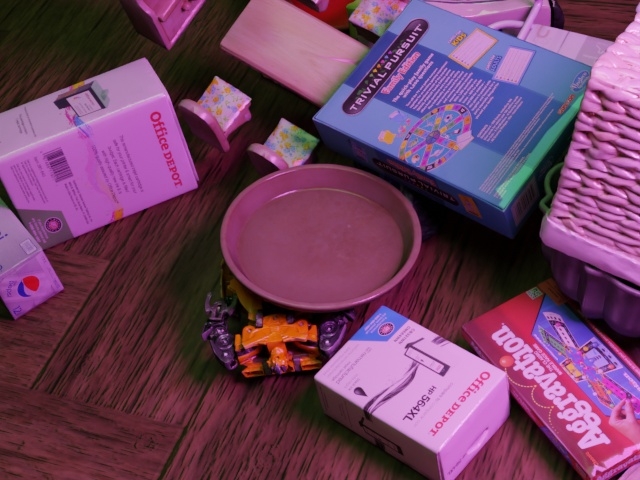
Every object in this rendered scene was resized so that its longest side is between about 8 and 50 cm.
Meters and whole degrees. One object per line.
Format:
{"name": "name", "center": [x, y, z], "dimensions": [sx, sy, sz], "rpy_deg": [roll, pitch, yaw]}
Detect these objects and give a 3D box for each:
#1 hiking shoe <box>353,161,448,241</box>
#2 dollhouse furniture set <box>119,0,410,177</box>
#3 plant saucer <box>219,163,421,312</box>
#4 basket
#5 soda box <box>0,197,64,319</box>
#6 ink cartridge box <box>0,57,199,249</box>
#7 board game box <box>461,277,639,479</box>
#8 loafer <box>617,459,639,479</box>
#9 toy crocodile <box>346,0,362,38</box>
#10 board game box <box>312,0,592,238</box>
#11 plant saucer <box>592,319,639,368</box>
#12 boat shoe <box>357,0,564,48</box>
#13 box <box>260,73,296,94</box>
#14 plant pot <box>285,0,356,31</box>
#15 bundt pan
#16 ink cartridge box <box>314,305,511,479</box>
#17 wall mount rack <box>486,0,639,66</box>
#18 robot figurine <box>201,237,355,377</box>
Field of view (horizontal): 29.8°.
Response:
{"name": "hiking shoe", "center": [0.116, -0.110, 1.825], "dimensions": [0.132, 0.113, 0.304], "rpy_deg": [-27, 45, 31]}
{"name": "dollhouse furniture set", "center": [-0.110, -0.343, 1.827], "dimensions": [0.394, 0.256, 0.362], "rpy_deg": [31, 80, 14]}
{"name": "plant saucer", "center": [0.000, 0.000, 1.659], "dimensions": [0.278, 0.041, 0.277], "rpy_deg": [-1, 46, 1]}
{"name": "basket", "center": [0.482, -0.116, 1.429], "dimensions": [0.331, 0.266, 0.328], "rpy_deg": [23, 46, 22]}
{"name": "soda box", "center": [-0.510, -0.007, 1.854], "dimensions": [0.091, 0.098, 0.286], "rpy_deg": [-34, 49, -16]}
{"name": "ink cartridge box", "center": [-0.354, -0.133, 1.865], "dimensions": [0.278, 0.201, 0.117], "rpy_deg": [-23, 46, -8]}
{"name": "board game box", "center": [0.312, 0.170, 1.505], "dimensions": [0.145, 0.027, 0.281], "rpy_deg": [-28, 47, -12]}
{"name": "loafer", "center": [0.359, 0.295, 1.410], "dimensions": [0.125, 0.045, 0.039], "rpy_deg": [-33, 31, -26]}
{"name": "toy crocodile", "center": [0.175, -0.453, 2.109], "dimensions": [0.341, 0.115, 0.105], "rpy_deg": [-35, 44, -22]}
{"name": "board game box", "center": [0.198, -0.182, 1.699], "dimensions": [0.336, 0.079, 0.253], "rpy_deg": [29, 72, 32]}
{"name": "plant saucer", "center": [0.337, 0.171, 1.537], "dimensions": [0.169, 0.029, 0.168], "rpy_deg": [-7, 45, 7]}
{"name": "boat shoe", "center": [0.230, -0.384, 2.038], "dimensions": [0.341, 0.127, 0.158], "rpy_deg": [-2, 40, 0]}
{"name": "box", "center": [0.003, -0.286, 2.042], "dimensions": [0.207, 0.036, 0.114], "rpy_deg": [31, 61, 35]}
{"name": "plant pot", "center": [-0.025, -0.535, 2.145], "dimensions": [0.275, 0.274, 0.243], "rpy_deg": [-33, 37, -18]}
{"name": "bundt pan", "center": [0.439, 0.011, 1.570], "dimensions": [0.331, 0.124, 0.330], "rpy_deg": [3, 42, -3]}
{"name": "ink cartridge box", "center": [0.118, 0.194, 1.526], "dimensions": [0.203, 0.085, 0.148], "rpy_deg": [27, 58, 33]}
{"name": "wall mount rack", "center": [0.347, -0.250, 1.804], "dimensions": [0.350, 0.130, 0.304], "rpy_deg": [20, 72, 30]}
{"name": "robot figurine", "center": [-0.055, 0.077, 1.679], "dimensions": [0.211, 0.085, 0.291], "rpy_deg": [-7, 45, 7]}
